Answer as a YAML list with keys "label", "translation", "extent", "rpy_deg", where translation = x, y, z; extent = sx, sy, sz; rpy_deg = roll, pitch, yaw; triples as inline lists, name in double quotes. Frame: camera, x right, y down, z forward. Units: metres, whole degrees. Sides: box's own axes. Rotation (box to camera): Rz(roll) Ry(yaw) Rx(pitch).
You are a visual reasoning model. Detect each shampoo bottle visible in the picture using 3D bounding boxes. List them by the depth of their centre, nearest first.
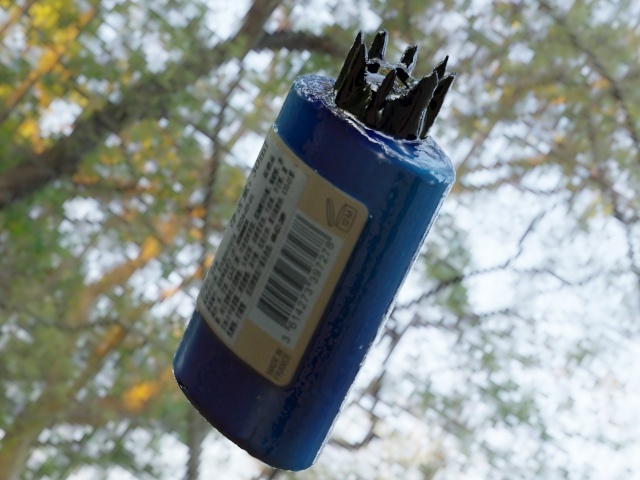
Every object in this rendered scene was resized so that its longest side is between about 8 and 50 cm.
- label: "shampoo bottle"
  translation: [0.000, 0.000, 0.725]
  extent: [0.050, 0.183, 0.087]
  rpy_deg: [-2, 33, -48]
